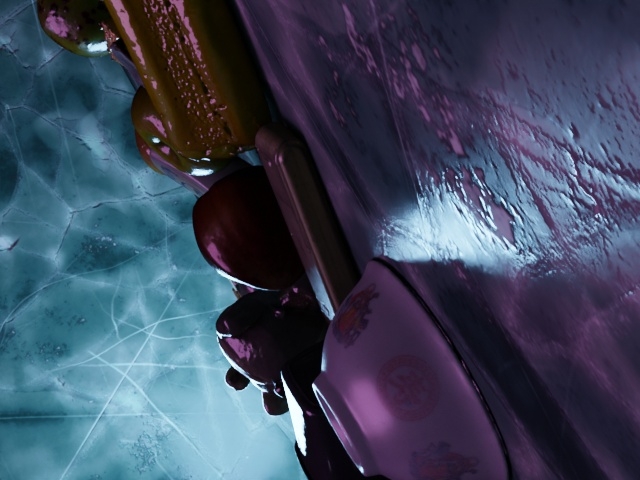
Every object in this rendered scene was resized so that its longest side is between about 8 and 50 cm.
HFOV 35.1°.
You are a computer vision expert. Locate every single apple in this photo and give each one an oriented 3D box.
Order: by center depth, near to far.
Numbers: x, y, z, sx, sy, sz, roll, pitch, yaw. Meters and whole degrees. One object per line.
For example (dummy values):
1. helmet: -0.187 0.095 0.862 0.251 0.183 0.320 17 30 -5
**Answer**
1. apple: -0.215 -0.204 1.690 0.196 0.157 0.196 40 169 9

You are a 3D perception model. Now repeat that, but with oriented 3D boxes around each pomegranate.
1. pomegranate: -0.508 -0.529 2.157 0.286 0.231 0.231 60 171 -2

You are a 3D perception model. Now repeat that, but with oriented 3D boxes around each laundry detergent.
1. laundry detergent: -0.163 -0.102 1.861 0.280 0.105 0.215 31 176 18

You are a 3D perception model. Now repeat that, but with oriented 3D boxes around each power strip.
1. power strip: 0.000 0.000 1.503 0.092 0.066 0.388 46 160 54

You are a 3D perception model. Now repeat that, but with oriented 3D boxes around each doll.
1. doll: -0.119 0.150 2.063 0.379 0.252 0.382 56 164 30

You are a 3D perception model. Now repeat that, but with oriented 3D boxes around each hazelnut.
1. hazelnut: -0.096 -0.012 1.601 0.208 0.208 0.208 59 171 15

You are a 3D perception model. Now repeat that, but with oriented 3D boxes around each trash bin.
1. trash bin: 0.055 0.300 1.669 0.182 0.209 0.290 54 163 47

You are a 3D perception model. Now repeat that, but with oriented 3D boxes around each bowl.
1. bowl: 0.090 0.211 1.335 0.345 0.157 0.345 59 172 14

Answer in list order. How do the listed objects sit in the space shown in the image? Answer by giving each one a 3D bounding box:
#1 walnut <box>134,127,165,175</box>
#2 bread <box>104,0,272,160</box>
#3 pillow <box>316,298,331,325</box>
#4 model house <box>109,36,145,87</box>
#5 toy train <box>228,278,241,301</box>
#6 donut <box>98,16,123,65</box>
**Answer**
1. walnut: -0.344 -0.238 2.343 0.167 0.167 0.207 81 163 -66
2. bread: -0.187 -0.283 1.407 0.112 0.166 0.384 -73 -31 -46
3. pillow: 0.051 0.171 1.830 0.211 0.034 0.135 51 166 41
4. model house: -0.231 -0.303 1.541 0.106 0.152 0.165 49 174 -15
5. toy train: -0.170 0.082 2.466 0.261 0.134 0.177 60 171 11
6. donut: -0.273 -0.383 1.594 0.101 0.152 0.259 41 160 20
